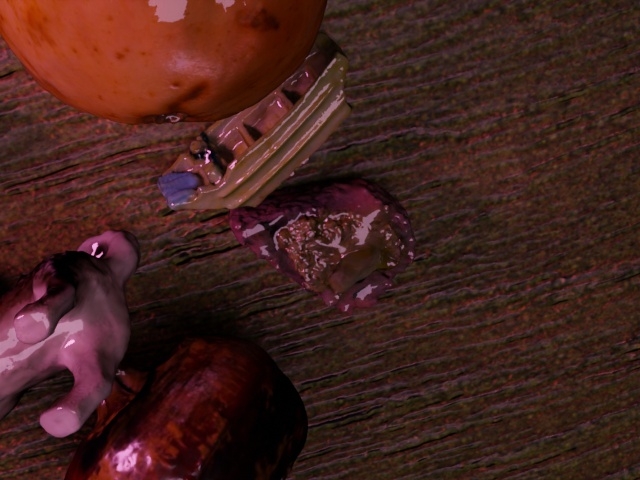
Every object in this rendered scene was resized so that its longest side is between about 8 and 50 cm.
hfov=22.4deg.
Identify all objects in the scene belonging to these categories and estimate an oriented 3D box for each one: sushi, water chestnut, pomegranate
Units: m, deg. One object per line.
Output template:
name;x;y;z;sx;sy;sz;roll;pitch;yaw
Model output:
sushi;0.014;-0.014;2.027;0.241;0.107;0.161;36;98;-27
water chestnut;-0.191;0.251;2.002;0.302;0.350;0.350;38;102;0
pomegranate;-0.174;-0.326;1.691;0.410;0.410;0.410;-6;117;-13

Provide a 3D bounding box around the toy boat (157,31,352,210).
toy boat;-0.067;-0.126;1.941;0.276;0.111;0.084;-41;124;6

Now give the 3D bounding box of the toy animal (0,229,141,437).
toy animal;-0.372;0.114;1.924;0.344;0.303;0.194;-18;117;21
